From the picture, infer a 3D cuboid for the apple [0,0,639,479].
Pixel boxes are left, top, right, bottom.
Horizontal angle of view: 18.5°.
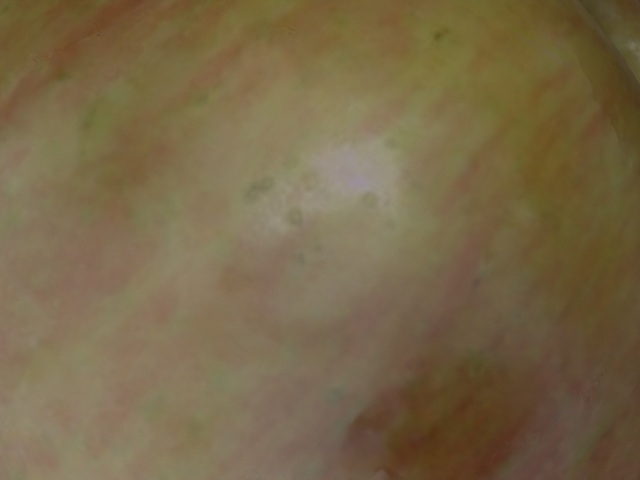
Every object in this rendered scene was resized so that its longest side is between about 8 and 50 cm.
[{"bbox_3d":[0.000,0.000,0.865,0.346,0.391,0.391,-40,98,25],"label":"apple"}]
